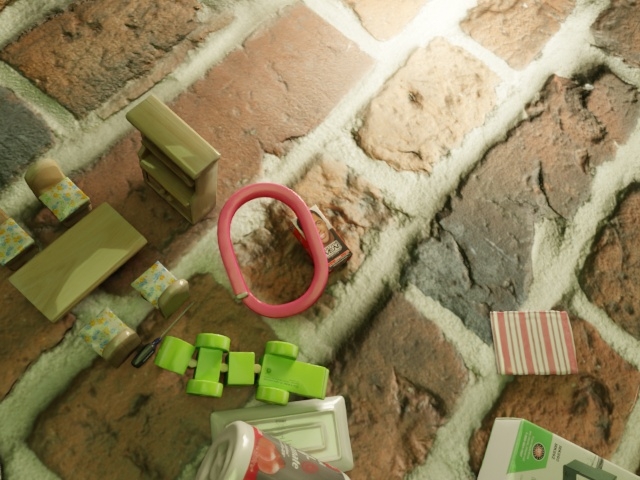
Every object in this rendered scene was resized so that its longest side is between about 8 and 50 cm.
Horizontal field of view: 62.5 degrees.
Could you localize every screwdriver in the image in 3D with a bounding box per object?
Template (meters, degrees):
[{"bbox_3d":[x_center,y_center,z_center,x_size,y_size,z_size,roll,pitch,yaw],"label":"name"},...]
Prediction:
[{"bbox_3d":[-0.308,0.187,1.053,0.170,0.024,0.025,-45,114,-29],"label":"screwdriver"}]

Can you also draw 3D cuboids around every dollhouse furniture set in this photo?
[{"bbox_3d":[-0.386,-0.035,0.986,0.362,0.256,0.394,42,68,5],"label":"dollhouse furniture set"}]

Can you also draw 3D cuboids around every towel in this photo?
[{"bbox_3d":[0.483,0.233,1.199,0.197,0.029,0.144,1,70,-9],"label":"towel"}]

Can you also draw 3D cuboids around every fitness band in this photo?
[{"bbox_3d":[-0.102,0.019,1.110,0.209,0.054,0.291,-20,79,-4],"label":"fitness band"}]

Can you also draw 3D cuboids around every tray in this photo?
[{"bbox_3d":[-0.072,0.389,1.021,0.270,0.030,0.145,-4,70,-13],"label":"tray"}]

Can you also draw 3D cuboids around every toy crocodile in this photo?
[{"bbox_3d":[-0.149,0.252,1.024,0.340,0.105,0.115,11,68,-13],"label":"toy crocodile"}]

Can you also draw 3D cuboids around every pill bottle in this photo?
[{"bbox_3d":[-0.049,0.457,0.907,0.318,0.176,0.176,33,66,-15],"label":"pill bottle"}]

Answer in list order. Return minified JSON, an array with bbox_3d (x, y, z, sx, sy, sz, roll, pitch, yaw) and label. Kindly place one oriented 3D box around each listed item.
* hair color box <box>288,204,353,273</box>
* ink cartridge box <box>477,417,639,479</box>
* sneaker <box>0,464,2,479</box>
[{"bbox_3d":[0.000,0.000,1.170,0.072,0.043,0.141,-35,80,-20],"label":"hair color box"},{"bbox_3d":[0.469,0.510,1.041,0.289,0.121,0.211,26,68,-2],"label":"ink cartridge box"},{"bbox_3d":[-0.605,0.482,0.750,0.169,0.257,0.447,7,69,-9],"label":"sneaker"}]
